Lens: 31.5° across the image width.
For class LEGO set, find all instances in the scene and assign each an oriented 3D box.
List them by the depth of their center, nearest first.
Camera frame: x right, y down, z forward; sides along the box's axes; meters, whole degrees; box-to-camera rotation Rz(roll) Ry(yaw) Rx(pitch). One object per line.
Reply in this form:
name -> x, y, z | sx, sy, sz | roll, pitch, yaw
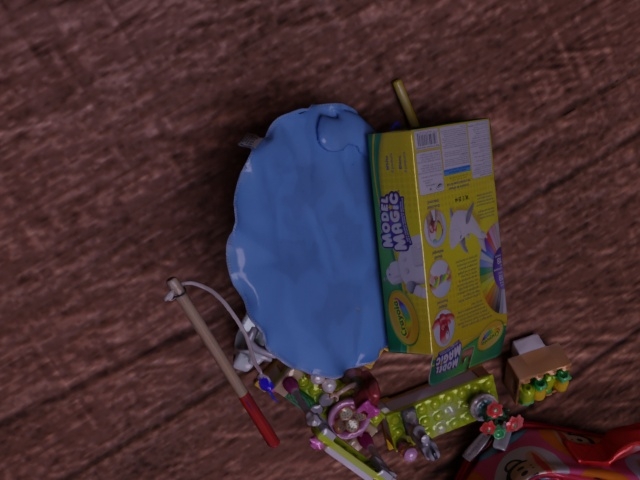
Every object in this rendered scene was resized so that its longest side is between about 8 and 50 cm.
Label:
LEGO set -> 0.070, 0.123, 0.854 | 0.287, 0.107, 0.132 | 16, 103, -21

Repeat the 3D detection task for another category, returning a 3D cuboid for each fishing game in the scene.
fishing game -> 0.000, 0.000, 0.774 | 0.264, 0.041, 0.189 | -48, 121, -36

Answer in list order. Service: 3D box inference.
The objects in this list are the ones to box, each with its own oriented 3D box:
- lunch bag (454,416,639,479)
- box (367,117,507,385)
lunch bag -> 0.239, 0.265, 0.948 | 0.293, 0.120, 0.258 | 15, 103, -21
box -> 0.087, 0.006, 0.811 | 0.105, 0.043, 0.179 | -13, 98, -49
